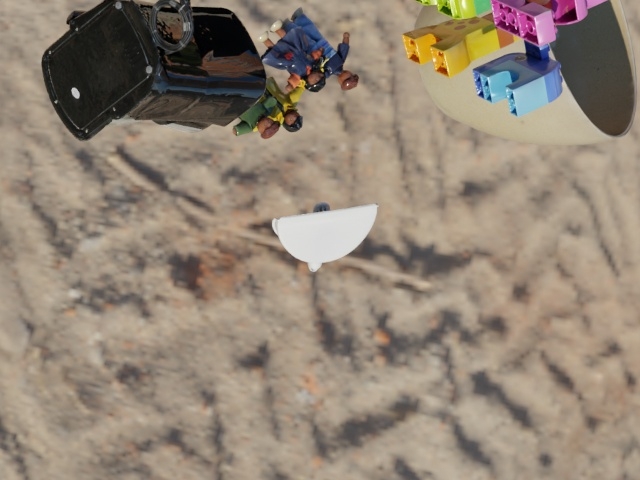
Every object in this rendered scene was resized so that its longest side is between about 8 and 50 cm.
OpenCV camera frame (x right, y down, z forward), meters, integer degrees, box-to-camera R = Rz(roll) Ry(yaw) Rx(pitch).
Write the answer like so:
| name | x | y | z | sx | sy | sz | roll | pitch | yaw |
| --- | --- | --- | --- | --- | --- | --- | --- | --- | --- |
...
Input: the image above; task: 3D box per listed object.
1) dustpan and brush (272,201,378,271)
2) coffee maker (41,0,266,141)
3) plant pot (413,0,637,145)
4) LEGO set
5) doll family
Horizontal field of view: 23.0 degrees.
| name | x | y | z | sx | sy | sz | roll | pitch | yaw |
| --- | --- | --- | --- | --- | --- | --- | --- | --- | --- |
| dustpan and brush | 0.000 | 0.000 | 2.242 | 0.147 | 0.060 | 0.211 | -8 | 144 | -10 |
| coffee maker | -0.130 | -0.157 | 1.422 | 0.178 | 0.171 | 0.120 | -8 | 92 | -57 |
| plant pot | 0.221 | -0.230 | 1.818 | 0.284 | 0.191 | 0.284 | 32 | 51 | -49 |
| LEGO set | 0.118 | -0.147 | 1.002 | 0.093 | 0.227 | 0.087 | -25 | 121 | -17 |
| doll family | -0.034 | -0.183 | 1.797 | 0.111 | 0.076 | 0.193 | 44 | 79 | 4 |
